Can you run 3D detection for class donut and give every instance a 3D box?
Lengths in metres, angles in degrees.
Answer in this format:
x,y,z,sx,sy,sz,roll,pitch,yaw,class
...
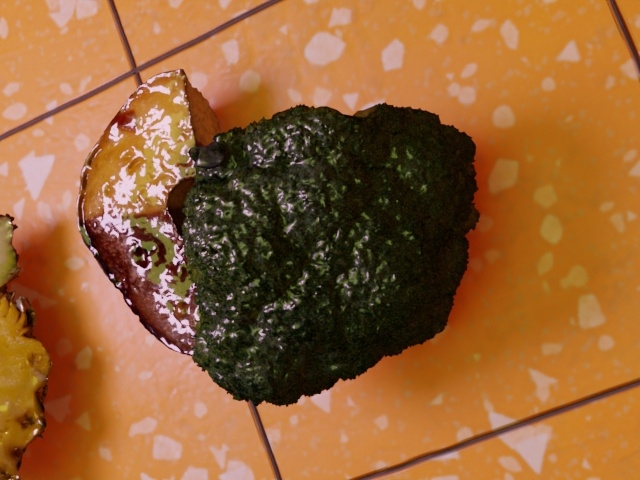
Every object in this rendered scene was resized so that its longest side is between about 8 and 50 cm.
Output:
x,y,z,sx,sy,sz,roll,pitch,yaw,class
-0.161,-0.014,1.425,0.151,0.112,0.295,-11,85,25,donut

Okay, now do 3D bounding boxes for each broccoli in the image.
x,y,z,sx,sy,sz,roll,pitch,yaw,class
0.000,0.000,1.292,0.283,0.321,0.304,40,125,53,broccoli

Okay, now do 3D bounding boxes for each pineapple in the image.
x,y,z,sx,sy,sz,roll,pitch,yaw,class
-0.423,0.110,1.523,0.344,0.209,0.286,34,71,-5,pineapple
